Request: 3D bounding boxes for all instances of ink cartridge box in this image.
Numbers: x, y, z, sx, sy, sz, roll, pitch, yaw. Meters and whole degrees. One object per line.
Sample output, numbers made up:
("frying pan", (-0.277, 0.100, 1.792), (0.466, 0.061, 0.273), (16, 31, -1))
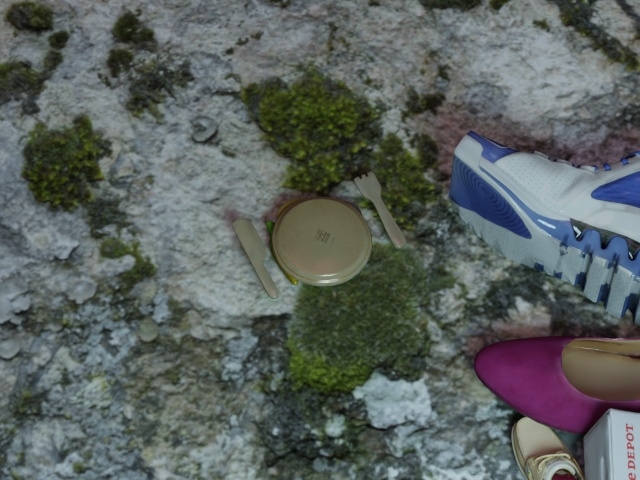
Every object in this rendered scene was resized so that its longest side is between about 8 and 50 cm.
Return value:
("ink cartridge box", (0.377, 0.265, 1.470), (0.191, 0.082, 0.139), (10, 58, -8))

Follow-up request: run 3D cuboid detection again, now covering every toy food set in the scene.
("toy food set", (0.000, 0.000, 1.733), (0.192, 0.038, 0.132), (-20, 65, -13))

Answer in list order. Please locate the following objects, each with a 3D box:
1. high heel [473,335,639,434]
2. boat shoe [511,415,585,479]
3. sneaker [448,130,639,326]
("high heel", (0.358, 0.121, 1.523), (0.377, 0.181, 0.127), (7, 44, 6))
("boat shoe", (0.258, 0.256, 1.528), (0.063, 0.059, 0.170), (-21, 59, -8))
("sneaker", (0.319, -0.045, 1.686), (0.315, 0.127, 0.182), (33, 63, 16))
